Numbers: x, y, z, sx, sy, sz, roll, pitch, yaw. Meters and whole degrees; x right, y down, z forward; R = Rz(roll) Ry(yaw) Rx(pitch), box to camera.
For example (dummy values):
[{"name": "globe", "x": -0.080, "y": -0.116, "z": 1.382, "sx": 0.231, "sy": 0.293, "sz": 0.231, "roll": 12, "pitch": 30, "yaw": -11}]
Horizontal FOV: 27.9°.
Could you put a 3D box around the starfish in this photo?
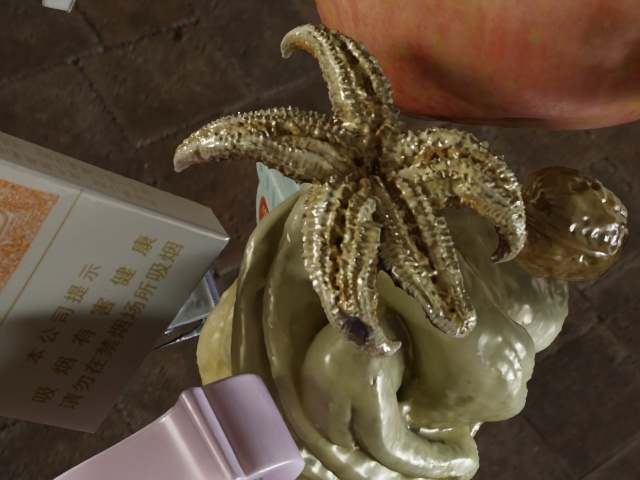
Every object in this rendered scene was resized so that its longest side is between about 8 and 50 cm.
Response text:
[{"name": "starfish", "x": 0.020, "y": -0.041, "z": 0.823, "sx": 0.216, "sy": 0.071, "sz": 0.238, "roll": -6, "pitch": 65, "yaw": -13}]

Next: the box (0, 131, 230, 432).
[{"name": "box", "x": -0.259, "y": 0.016, "z": 0.877, "sx": 0.365, "sy": 0.205, "sz": 0.051, "roll": 20, "pitch": 24, "yaw": -40}]

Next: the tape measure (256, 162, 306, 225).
[{"name": "tape measure", "x": 0.000, "y": -0.001, "z": 1.683, "sx": 0.125, "sy": 0.246, "sz": 0.243, "roll": -13, "pitch": 53, "yaw": -13}]

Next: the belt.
[{"name": "belt", "x": -0.272, "y": 0.115, "z": 2.109, "sx": 0.230, "sy": 0.139, "sz": 0.126, "roll": -18, "pitch": 86, "yaw": -28}]

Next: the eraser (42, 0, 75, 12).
[{"name": "eraser", "x": -0.272, "y": -0.388, "z": 1.433, "sx": 0.038, "sy": 0.157, "sz": 0.230, "roll": 9, "pitch": 79, "yaw": -16}]

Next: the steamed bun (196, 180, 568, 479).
[{"name": "steamed bun", "x": 0.066, "y": 0.097, "z": 1.105, "sx": 0.324, "sy": 0.372, "sz": 0.230, "roll": -12, "pitch": 52, "yaw": -26}]

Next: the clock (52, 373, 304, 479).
[{"name": "clock", "x": -0.110, "y": 0.216, "z": 1.032, "sx": 0.080, "sy": 0.275, "sz": 0.290, "roll": 59, "pitch": 17, "yaw": 19}]

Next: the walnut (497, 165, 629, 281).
[{"name": "walnut", "x": 0.167, "y": -0.010, "z": 0.892, "sx": 0.096, "sy": 0.079, "sz": 0.082, "roll": 19, "pitch": 22, "yaw": -33}]

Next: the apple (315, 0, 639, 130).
[{"name": "apple", "x": 0.163, "y": -0.253, "z": 0.979, "sx": 0.364, "sy": 0.364, "sz": 0.364, "roll": 11, "pitch": 56, "yaw": -17}]
